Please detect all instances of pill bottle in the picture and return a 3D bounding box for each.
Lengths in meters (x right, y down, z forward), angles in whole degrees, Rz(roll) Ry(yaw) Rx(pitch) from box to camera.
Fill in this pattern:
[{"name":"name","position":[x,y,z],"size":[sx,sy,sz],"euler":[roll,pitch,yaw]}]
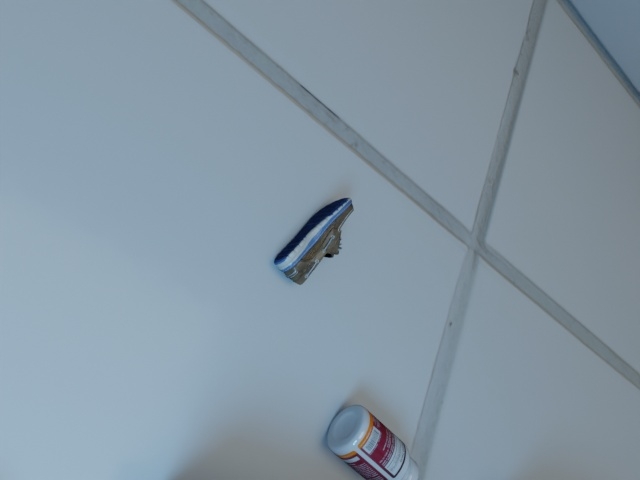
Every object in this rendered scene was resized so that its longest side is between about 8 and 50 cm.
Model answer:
[{"name":"pill bottle","position":[0.089,0.346,0.798],"size":[0.152,0.086,0.086],"euler":[46,58,-18]}]

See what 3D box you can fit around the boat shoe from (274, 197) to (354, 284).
[{"name":"boat shoe","position":[0.000,0.000,0.835],"size":[0.183,0.066,0.066],"euler":[-45,110,-23]}]
